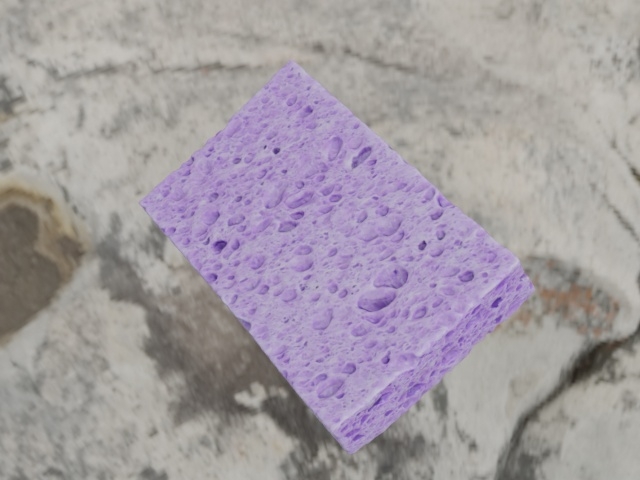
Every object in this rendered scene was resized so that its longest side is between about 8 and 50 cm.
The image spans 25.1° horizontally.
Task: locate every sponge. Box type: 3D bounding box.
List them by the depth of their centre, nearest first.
[{"bbox_3d":[0.000,0.000,0.719,0.117,0.031,0.210,-42,47,-3],"label":"sponge"}]
